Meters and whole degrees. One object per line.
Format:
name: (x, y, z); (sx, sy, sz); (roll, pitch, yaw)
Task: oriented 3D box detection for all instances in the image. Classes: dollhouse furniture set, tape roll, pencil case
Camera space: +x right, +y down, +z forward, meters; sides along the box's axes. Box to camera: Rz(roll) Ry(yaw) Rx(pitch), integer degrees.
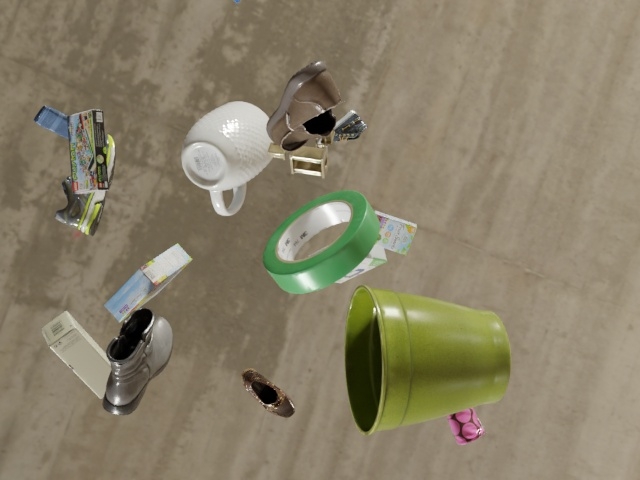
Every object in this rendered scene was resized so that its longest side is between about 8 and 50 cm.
dollhouse furniture set: (-0.058, -0.298, 2.294); (0.101, 0.181, 0.161); (86, 17, -54)
tape roll: (0.000, 0.000, 1.881); (0.321, 0.077, 0.321); (-26, -150, 17)
pencil case: (0.436, 0.524, 2.220); (0.098, 0.209, 0.095); (-24, 170, 14)

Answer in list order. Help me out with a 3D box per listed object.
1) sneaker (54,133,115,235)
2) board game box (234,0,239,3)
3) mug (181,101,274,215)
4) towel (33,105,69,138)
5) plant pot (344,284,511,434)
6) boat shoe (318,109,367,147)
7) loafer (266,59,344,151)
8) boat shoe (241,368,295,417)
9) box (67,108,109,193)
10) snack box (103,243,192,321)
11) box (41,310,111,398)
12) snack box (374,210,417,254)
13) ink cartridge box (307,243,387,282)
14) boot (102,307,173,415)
sneaker: (-0.641, -0.167, 1.954); (0.111, 0.121, 0.300); (132, -30, -62)
board game box: (-0.200, -0.730, 1.878); (0.160, 0.047, 0.210); (-41, -141, 13)
mug: (-0.332, -0.271, 2.505); (0.328, 0.276, 0.374); (-54, 144, -61)
towel: (-0.782, -0.352, 2.113); (0.067, 0.119, 0.029); (-46, -137, 18)
plant pot: (0.272, 0.296, 1.799); (0.366, 0.352, 0.367); (-179, -90, -78)
boat shoe: (0.079, -0.373, 2.495); (0.183, 0.083, 0.065); (-43, 169, -8)
loafer: (-0.038, -0.292, 1.740); (0.133, 0.130, 0.366); (-34, 174, -17)
boat shoe: (-0.142, 0.443, 2.010); (0.073, 0.207, 0.073); (-52, -151, -8)
box: (-0.605, -0.228, 1.851); (0.114, 0.036, 0.207); (-5, -90, 37)
snack box: (-0.467, 0.112, 1.942); (0.174, 0.070, 0.207); (-41, -177, 26)
box: (-0.715, 0.347, 2.147); (0.094, 0.275, 0.113); (-37, -141, -13)
snack box: (0.221, -0.024, 2.245); (0.037, 0.141, 0.100); (-76, -175, -70)
ink cartridge box: (0.087, 0.061, 2.352); (0.212, 0.154, 0.093); (-26, -113, 35)
boot: (-0.436, 0.248, 1.767); (0.338, 0.118, 0.223); (-82, -174, -56)
